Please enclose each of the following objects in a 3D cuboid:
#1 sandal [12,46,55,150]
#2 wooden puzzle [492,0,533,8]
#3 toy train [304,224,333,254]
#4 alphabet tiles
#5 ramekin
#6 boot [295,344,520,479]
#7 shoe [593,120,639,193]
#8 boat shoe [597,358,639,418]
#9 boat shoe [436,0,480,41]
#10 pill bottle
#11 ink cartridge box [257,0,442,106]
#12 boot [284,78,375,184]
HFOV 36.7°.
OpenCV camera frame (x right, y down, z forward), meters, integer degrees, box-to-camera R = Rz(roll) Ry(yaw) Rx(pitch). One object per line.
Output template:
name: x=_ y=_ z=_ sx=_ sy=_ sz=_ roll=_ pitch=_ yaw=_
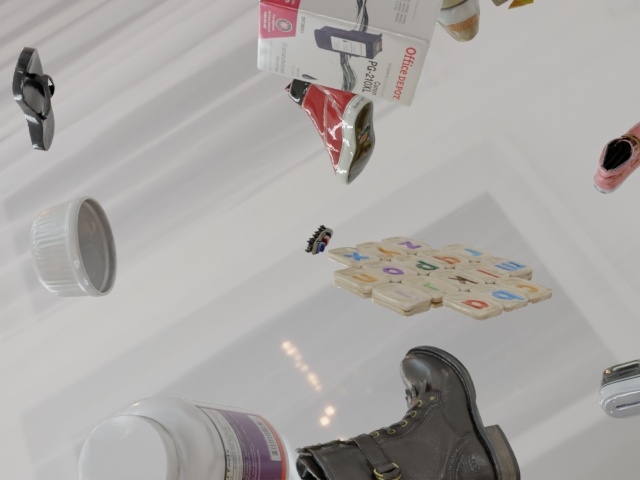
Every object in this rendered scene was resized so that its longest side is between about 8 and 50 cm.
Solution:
sandal: x=-0.496 y=-0.254 z=1.722 sx=0.254 sy=0.055 sz=0.097 roll=99 pitch=180 yaw=-63
wooden puzzle: x=0.333 y=-0.462 z=1.752 sx=0.014 sy=0.079 sz=0.116 roll=66 pitch=-178 yaw=-67
toy train: x=0.000 y=0.000 z=1.877 sx=0.036 sy=0.027 sz=0.158 roll=16 pitch=-164 yaw=7
alphabet tiles: x=0.157 y=0.049 z=1.308 sx=0.278 sy=0.284 sz=0.021 roll=21 pitch=112 yaw=42
ramekin: x=-0.503 y=0.020 z=1.961 sx=0.207 sy=0.109 sz=0.207 roll=-10 pitch=-90 yaw=-82
boot: x=0.079 y=0.226 z=1.103 sx=0.263 sy=0.229 sz=0.091 roll=-125 pitch=33 yaw=-51
shoe: x=0.556 y=-0.166 z=1.729 sx=0.063 sy=0.178 sz=0.081 roll=38 pitch=166 yaw=21
boat shoe: x=0.726 y=0.266 z=1.955 sx=0.119 sy=0.335 sz=0.121 roll=-79 pitch=-32 yaw=-46
boat shoe: x=0.202 y=-0.436 z=1.667 sx=0.302 sy=0.113 sz=0.103 roll=-98 pitch=-15 yaw=-54
pill bottle: x=-0.176 y=0.302 z=1.271 sx=0.181 sy=0.181 sz=0.323 roll=59 pitch=-169 yaw=22
ink cartridge box: x=0.038 y=-0.295 z=1.354 sx=0.172 sy=0.237 sz=0.100 roll=101 pitch=-176 yaw=-68
boot: x=0.011 y=-0.221 z=1.825 sx=0.176 sy=0.088 sz=0.244 roll=32 pitch=153 yaw=20
